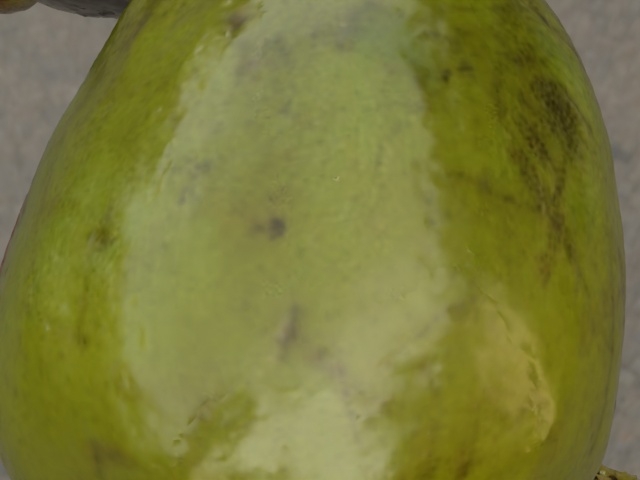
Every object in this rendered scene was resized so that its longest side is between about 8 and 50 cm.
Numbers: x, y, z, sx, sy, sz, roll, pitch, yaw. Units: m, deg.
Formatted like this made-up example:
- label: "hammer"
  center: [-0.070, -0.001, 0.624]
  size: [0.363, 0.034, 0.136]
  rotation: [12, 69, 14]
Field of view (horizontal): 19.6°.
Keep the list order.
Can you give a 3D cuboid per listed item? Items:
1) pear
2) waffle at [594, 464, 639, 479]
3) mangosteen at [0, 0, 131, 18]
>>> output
- label: "pear"
  center: [0.000, 0.000, 0.818]
  size: [0.287, 0.287, 0.375]
  rotation: [10, 83, 3]
- label: "waffle"
  center: [0.162, 0.190, 1.280]
  size: [0.291, 0.291, 0.051]
  rotation: [31, 105, 10]
- label: "mangosteen"
  center: [-0.140, -0.276, 1.113]
  size: [0.297, 0.293, 0.297]
  rotation: [2, 100, 11]
